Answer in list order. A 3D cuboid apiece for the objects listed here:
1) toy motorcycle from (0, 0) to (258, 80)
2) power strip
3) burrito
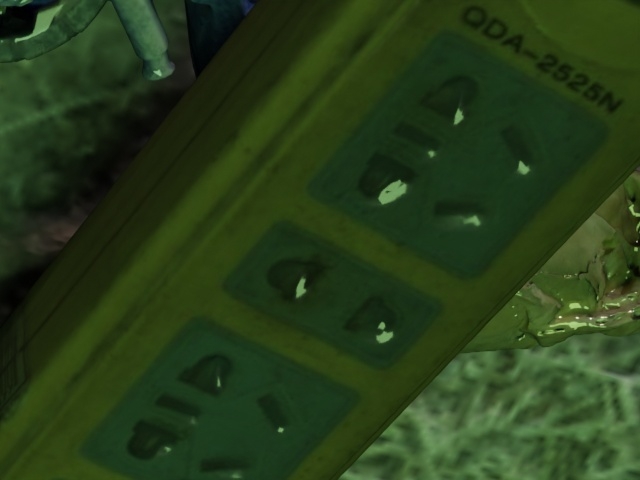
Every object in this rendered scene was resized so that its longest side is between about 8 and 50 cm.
[{"bbox_3d":[-0.033,-0.128,0.467,0.114,0.076,0.205,10,116,-26],"label":"toy motorcycle"},{"bbox_3d":[0.000,0.000,0.491,0.092,0.066,0.387,28,116,-27],"label":"power strip"},{"bbox_3d":[0.024,0.007,0.565,0.188,0.045,0.058,-4,105,-8],"label":"burrito"}]
